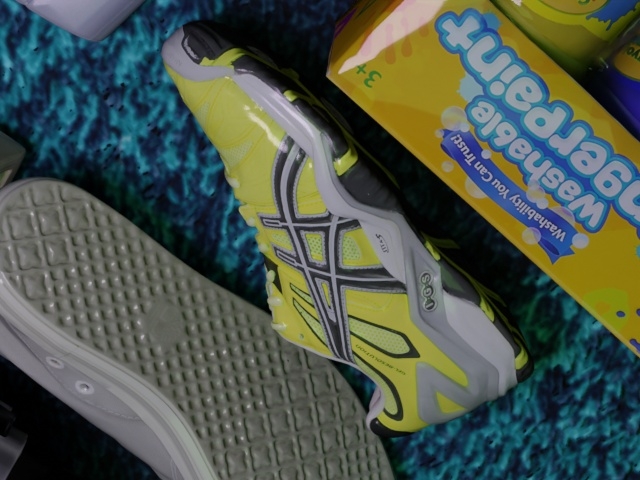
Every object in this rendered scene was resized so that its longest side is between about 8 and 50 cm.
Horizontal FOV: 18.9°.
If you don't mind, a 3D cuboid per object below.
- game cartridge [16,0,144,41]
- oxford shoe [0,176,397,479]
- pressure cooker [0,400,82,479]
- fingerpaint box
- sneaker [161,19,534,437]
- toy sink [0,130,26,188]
[{"bbox_3d":[-0.217,-0.297,1.424,0.196,0.060,0.294,-41,103,19],"label":"game cartridge"},{"bbox_3d":[-0.111,0.118,1.535,0.449,0.169,0.130,41,148,-19],"label":"oxford shoe"},{"bbox_3d":[-0.374,0.272,1.470,0.420,0.370,0.375,31,112,-4],"label":"pressure cooker"},{"bbox_3d":[0.290,-0.121,1.399,0.445,0.163,0.371,42,106,-11],"label":"fingerpaint box"},{"bbox_3d":[0.000,0.000,1.467,0.147,0.145,0.384,-38,103,10],"label":"sneaker"},{"bbox_3d":[-0.341,-0.018,1.422,0.131,0.234,0.152,34,108,8],"label":"toy sink"}]
